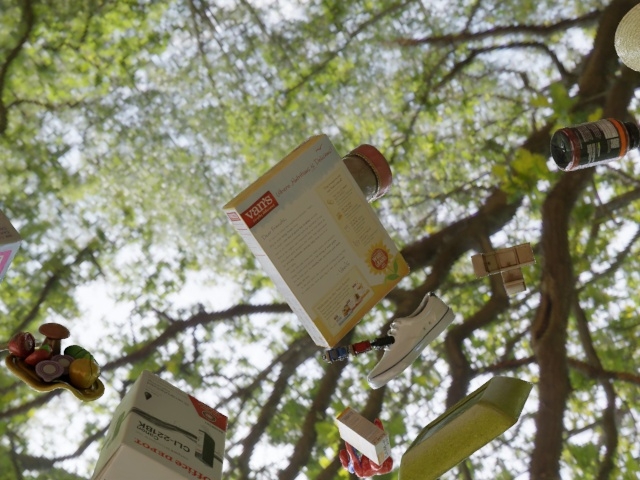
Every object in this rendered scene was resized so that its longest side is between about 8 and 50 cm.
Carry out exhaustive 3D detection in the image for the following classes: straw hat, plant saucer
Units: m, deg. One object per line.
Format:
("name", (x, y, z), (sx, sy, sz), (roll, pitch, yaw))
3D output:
("straw hat", (0.528, -0.304, 1.323), (0.144, 0.144, 0.061), (-17, -144, 23))
("plant saucer", (0.184, 0.247, 1.135), (0.188, 0.045, 0.188), (-41, 171, 19))

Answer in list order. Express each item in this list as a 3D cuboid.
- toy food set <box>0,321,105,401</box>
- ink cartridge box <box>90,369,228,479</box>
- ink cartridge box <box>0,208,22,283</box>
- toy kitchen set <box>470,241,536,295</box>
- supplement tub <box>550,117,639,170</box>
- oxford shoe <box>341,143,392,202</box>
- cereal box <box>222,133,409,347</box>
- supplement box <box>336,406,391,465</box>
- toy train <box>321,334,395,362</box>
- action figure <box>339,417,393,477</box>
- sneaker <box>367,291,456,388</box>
("toy food set", (-0.428, 0.179, 1.376), (0.218, 0.128, 0.071), (25, -79, 32))
("ink cartridge box", (-0.282, 0.379, 1.552), (0.114, 0.197, 0.273), (-54, -167, 14))
("ink cartridge box", (-0.449, 0.100, 0.892), (0.185, 0.065, 0.311), (-16, 151, -53))
("toy kitchen set", (0.266, 0.045, 1.231), (0.083, 0.068, 0.075), (-16, 175, 15))
("supplement tub", (0.655, -0.230, 2.044), (0.197, 0.106, 0.106), (-12, -149, -15))
("oxford shoe", (-0.002, -0.058, 1.546), (0.130, 0.123, 0.348), (-33, 171, -29))
("cereal box", (0.000, 0.000, 1.173), (0.173, 0.240, 0.047), (-41, -161, -24))
("supplement box", (0.078, 0.352, 1.555), (0.098, 0.062, 0.036), (30, -123, 37))
("toy train", (0.077, 0.212, 1.695), (0.158, 0.027, 0.036), (-12, 170, -23))
("action figure", (0.088, 0.420, 1.792), (0.091, 0.139, 0.280), (-11, 172, -8))
("sneaker", (0.186, 0.221, 1.937), (0.258, 0.091, 0.094), (-43, -177, -15))
